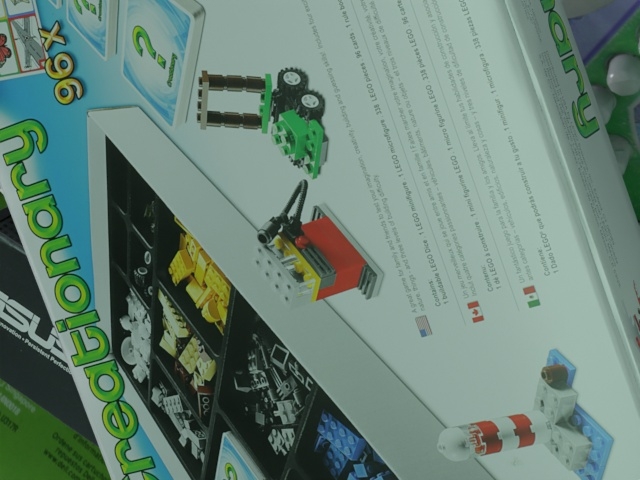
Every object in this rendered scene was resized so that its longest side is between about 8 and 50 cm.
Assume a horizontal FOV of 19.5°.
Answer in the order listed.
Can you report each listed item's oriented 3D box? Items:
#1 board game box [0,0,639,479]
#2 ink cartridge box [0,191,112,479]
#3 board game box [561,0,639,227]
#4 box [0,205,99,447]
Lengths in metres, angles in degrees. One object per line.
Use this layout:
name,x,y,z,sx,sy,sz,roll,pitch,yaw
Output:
board game box,0.000,0.000,0.602,0.193,0.053,0.305,-16,97,27
ink cartridge box,-0.200,0.030,0.897,0.255,0.097,0.189,19,156,52
board game box,0.171,-0.123,0.607,0.390,0.050,0.390,-1,138,26
box,0.017,0.051,0.762,0.270,0.216,0.060,33,120,12
